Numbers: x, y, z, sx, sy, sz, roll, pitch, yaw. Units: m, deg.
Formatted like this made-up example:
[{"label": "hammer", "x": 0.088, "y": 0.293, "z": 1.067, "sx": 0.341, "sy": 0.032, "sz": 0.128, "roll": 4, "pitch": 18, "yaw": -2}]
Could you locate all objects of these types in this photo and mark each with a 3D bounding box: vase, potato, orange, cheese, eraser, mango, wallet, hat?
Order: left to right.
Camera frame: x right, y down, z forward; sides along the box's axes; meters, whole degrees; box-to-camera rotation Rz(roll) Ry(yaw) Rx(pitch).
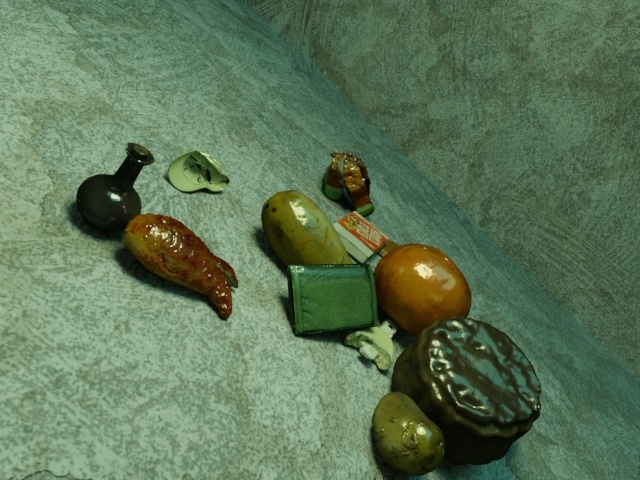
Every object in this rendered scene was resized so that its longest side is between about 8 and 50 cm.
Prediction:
[{"label": "vase", "x": -0.376, "y": -0.102, "z": 0.989, "sx": 0.120, "sy": 0.183, "sz": 0.120, "roll": 32, "pitch": 27, "yaw": -19}, {"label": "hat", "x": -0.319, "y": -0.169, "z": 1.343, "sx": 0.166, "sy": 0.081, "sz": 0.122, "roll": -35, "pitch": 117, "yaw": -50}, {"label": "mango", "x": -0.025, "y": 0.020, "z": 1.353, "sx": 0.176, "sy": 0.175, "sz": 0.330, "roll": -33, "pitch": 97, "yaw": -30}, {"label": "wallet", "x": 0.029, "y": 0.135, "z": 1.242, "sx": 0.236, "sy": 0.055, "sz": 0.160, "roll": 0, "pitch": 76, "yaw": -32}, {"label": "eraser", "x": 0.127, "y": -0.015, "z": 1.735, "sx": 0.157, "sy": 0.038, "sz": 0.230, "roll": 40, "pitch": 28, "yaw": 9}, {"label": "cheese", "x": 0.149, "y": 0.249, "z": 1.343, "sx": 0.127, "sy": 0.050, "sz": 0.235, "roll": 43, "pitch": 23, "yaw": 10}, {"label": "potato", "x": 0.169, "y": 0.389, "z": 1.057, "sx": 0.137, "sy": 0.137, "sz": 0.176, "roll": 31, "pitch": 5, "yaw": -22}, {"label": "orange", "x": 0.277, "y": 0.142, "z": 1.463, "sx": 0.284, "sy": 0.226, "sz": 0.284, "roll": 43, "pitch": -9, "yaw": 8}]

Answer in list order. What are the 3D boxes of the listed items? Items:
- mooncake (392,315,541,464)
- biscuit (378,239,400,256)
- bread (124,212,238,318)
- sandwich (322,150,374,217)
[{"label": "mooncake", "x": 0.336, "y": 0.331, "z": 1.213, "sx": 0.324, "sy": 0.187, "sz": 0.324, "roll": 12, "pitch": 42, "yaw": -12}, {"label": "biscuit", "x": 0.287, "y": 0.058, "z": 1.877, "sx": 0.236, "sy": 0.040, "sz": 0.144, "roll": 19, "pitch": 25, "yaw": -29}, {"label": "bread", "x": -0.260, "y": 0.037, "z": 1.040, "sx": 0.269, "sy": 0.095, "sz": 0.139, "roll": 35, "pitch": 32, "yaw": -25}, {"label": "sandwich", "x": 0.083, "y": -0.211, "z": 1.879, "sx": 0.301, "sy": 0.162, "sz": 0.250, "roll": 63, "pitch": 2, "yaw": -72}]
